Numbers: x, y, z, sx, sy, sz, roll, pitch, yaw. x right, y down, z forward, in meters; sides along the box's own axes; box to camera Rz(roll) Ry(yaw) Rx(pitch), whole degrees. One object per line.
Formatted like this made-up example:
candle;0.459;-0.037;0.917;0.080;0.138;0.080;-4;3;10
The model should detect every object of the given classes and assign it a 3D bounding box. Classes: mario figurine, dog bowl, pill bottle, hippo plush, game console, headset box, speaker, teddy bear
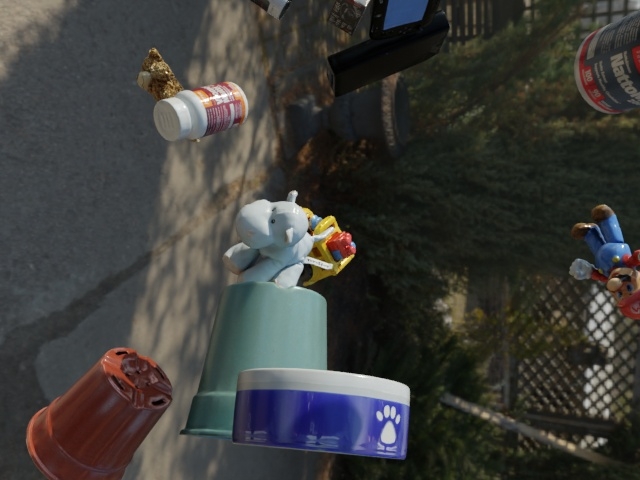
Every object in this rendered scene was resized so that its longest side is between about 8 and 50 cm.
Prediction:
mario figurine;0.767;0.060;1.540;0.198;0.170;0.321;68;7;-53
dog bowl;0.001;0.265;0.887;0.265;0.264;0.104;44;47;-60
pill bottle;0.386;-0.212;0.653;0.180;0.107;0.108;177;-83;-74
hippo plush;-0.106;0.018;1.473;0.236;0.294;0.235;99;-6;-66
game console;0.112;-0.332;0.928;0.361;0.213;0.044;71;-3;-86
pill bottle;-0.298;-0.323;1.475;0.221;0.121;0.121;-29;121;-45
headset box;0.057;-0.468;1.185;0.032;0.062;0.083;-64;-176;-36
speaker;-0.116;-0.461;1.063;0.055;0.136;0.055;-56;-174;9
teddy bear;-0.485;-0.456;1.874;0.338;0.113;0.245;55;-7;2

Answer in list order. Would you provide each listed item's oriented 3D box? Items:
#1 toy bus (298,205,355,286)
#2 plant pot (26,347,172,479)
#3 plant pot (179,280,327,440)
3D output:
toy bus;0.000;0.000;1.674;0.149;0.211;0.220;-41;107;-45
plant pot;-0.524;0.426;1.448;0.265;0.272;0.272;-48;159;12
plant pot;-0.123;0.287;1.339;0.341;0.341;0.334;46;45;-60
